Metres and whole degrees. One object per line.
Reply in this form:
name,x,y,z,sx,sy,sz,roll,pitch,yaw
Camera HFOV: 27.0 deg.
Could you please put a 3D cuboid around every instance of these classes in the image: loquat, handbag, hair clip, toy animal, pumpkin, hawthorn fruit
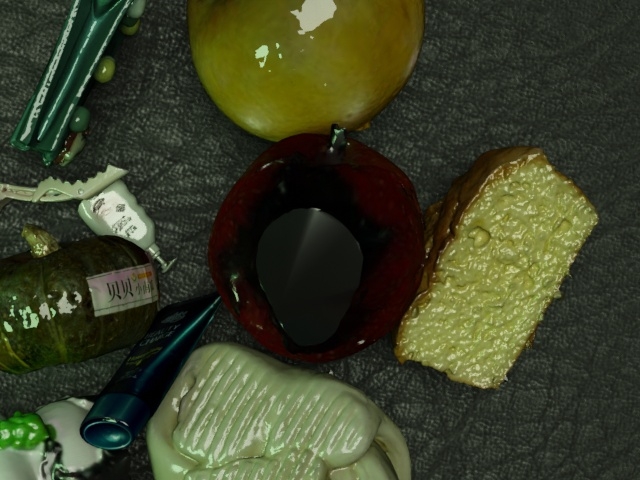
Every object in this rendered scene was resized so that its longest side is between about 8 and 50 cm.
loquat,-0.005,-0.280,1.771,0.359,0.328,0.328,27,82,-45
handbag,-0.309,-0.228,1.743,0.100,0.268,0.274,24,84,-14
hair clip,-0.367,-0.063,1.811,0.225,0.034,0.072,-4,89,9
toy animal,-0.383,0.305,1.707,0.266,0.212,0.213,-2,86,-33
pumpkin,-0.341,0.066,1.725,0.260,0.260,0.189,-15,90,-7
hawthorn fruit,-0.004,0.016,1.696,0.315,0.316,0.316,0,87,-7

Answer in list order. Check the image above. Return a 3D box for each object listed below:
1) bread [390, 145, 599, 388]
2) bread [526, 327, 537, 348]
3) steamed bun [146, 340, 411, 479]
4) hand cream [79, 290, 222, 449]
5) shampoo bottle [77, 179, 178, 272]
bread,0.226,0.024,1.825,0.194,0.179,0.340,27,101,-9
bread,0.290,0.109,1.904,0.047,0.036,0.083,16,85,10
steamed bun,-0.045,0.334,1.733,0.367,0.255,0.343,15,74,29
hand cream,-0.216,0.160,1.735,0.061,0.120,0.270,57,38,-22
shampoo bottle,-0.261,-0.012,1.842,0.077,0.045,0.152,-42,93,-7
